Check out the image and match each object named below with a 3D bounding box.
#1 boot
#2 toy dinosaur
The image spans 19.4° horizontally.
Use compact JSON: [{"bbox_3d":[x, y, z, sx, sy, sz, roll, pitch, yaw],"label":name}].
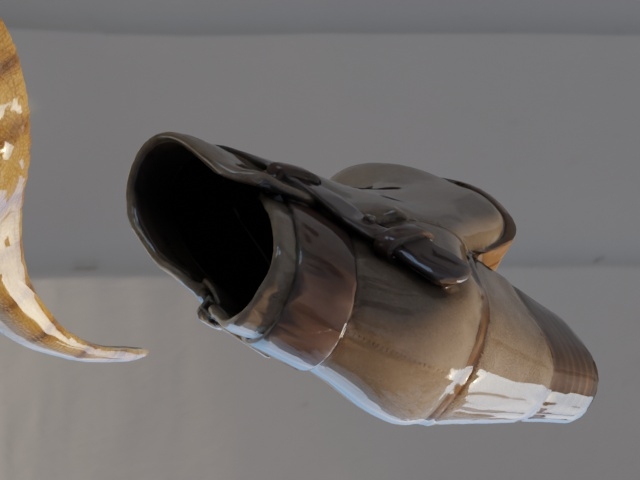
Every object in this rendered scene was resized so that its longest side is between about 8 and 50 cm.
[{"bbox_3d":[0.000,0.000,0.369,0.118,0.087,0.042,37,-77,55],"label":"boot"},{"bbox_3d":[-0.102,-0.018,0.502,0.112,0.064,0.212,-19,-53,-18],"label":"toy dinosaur"}]
